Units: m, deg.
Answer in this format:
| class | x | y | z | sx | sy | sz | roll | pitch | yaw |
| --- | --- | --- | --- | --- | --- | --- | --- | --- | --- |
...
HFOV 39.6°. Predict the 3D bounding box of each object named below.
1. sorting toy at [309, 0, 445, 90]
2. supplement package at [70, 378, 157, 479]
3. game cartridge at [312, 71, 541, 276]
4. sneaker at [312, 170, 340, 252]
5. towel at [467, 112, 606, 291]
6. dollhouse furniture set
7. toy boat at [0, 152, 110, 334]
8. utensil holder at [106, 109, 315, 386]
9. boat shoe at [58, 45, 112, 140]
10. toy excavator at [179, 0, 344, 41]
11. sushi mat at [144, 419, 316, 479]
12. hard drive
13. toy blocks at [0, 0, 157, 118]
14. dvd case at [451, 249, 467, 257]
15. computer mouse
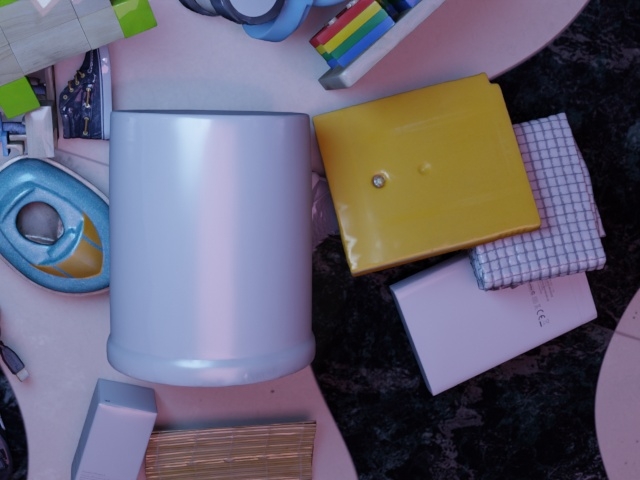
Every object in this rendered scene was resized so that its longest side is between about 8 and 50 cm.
| class | x | y | z | sx | sy | sz | roll | pitch | yaw |
| --- | --- | --- | --- | --- | --- | --- | --- | --- | --- |
| sorting toy | 0.090 | -0.354 | 1.392 | 0.255 | 0.257 | 0.089 | -42 | 102 | 0 |
| supplement package | -0.362 | 0.349 | 1.553 | 0.105 | 0.105 | 0.179 | 15 | 102 | -18 |
| game cartridge | 0.173 | -0.113 | 1.491 | 0.324 | 0.052 | 0.285 | -14 | 78 | 0 |
| sneaker | 0.000 | 0.000 | 1.558 | 0.132 | 0.086 | 0.228 | 14 | 101 | -20 |
| towel | 0.354 | -0.060 | 1.562 | 0.235 | 0.121 | 0.283 | -13 | 79 | -5 |
| dollhouse furniture set | -0.464 | -0.201 | 1.330 | 0.130 | 0.183 | 0.128 | -4 | 106 | -13 |
| toy boat | -0.460 | 0.038 | 1.417 | 0.267 | 0.148 | 0.318 | 39 | 93 | -21 |
| utensil holder | -0.168 | -0.007 | 1.381 | 0.328 | 0.327 | 0.385 | -1 | 99 | -14 |
| boat shoe | -0.373 | -0.247 | 1.403 | 0.083 | 0.065 | 0.183 | -4 | 107 | -15 |
| toy excavator | 0.034 | -0.510 | 1.383 | 0.446 | 0.222 | 0.432 | 5 | 104 | -30 |
| sushi mat | -0.164 | 0.401 | 1.645 | 0.317 | 0.019 | 0.151 | -1 | 122 | -13 |
| hard drive | 0.327 | 0.116 | 1.661 | 0.353 | 0.047 | 0.232 | -24 | 111 | -7 |
| toy blocks | -0.449 | -0.320 | 1.270 | 0.382 | 0.261 | 0.190 | -23 | 125 | -7 |
| dvd case | 0.342 | 0.032 | 1.682 | 0.179 | 0.029 | 0.238 | 24 | 99 | -19 |
| computer mouse | -0.565 | 0.278 | 1.509 | 0.184 | 0.060 | 0.262 | -27 | 98 | -1 |
